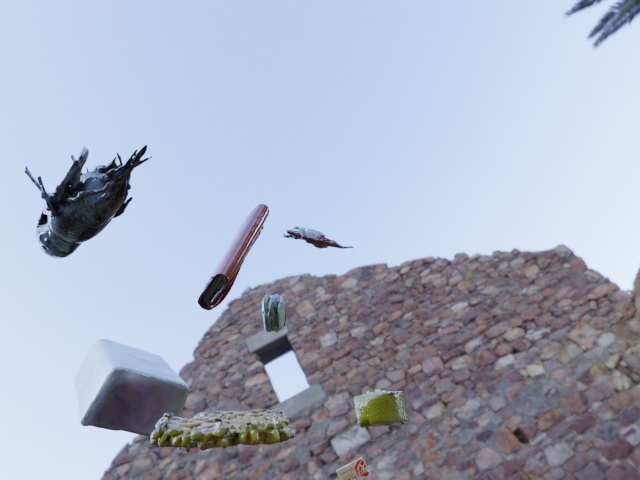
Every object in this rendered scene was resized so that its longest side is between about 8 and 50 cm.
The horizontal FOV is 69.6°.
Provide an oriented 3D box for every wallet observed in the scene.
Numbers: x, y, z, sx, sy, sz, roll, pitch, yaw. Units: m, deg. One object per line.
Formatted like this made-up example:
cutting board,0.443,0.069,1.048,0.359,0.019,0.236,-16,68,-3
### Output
wallet,-0.171,0.031,0.926,0.045,0.204,0.142,32,-43,-10

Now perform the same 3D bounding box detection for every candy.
candy,-0.478,0.362,1.148,0.208,0.358,0.145,25,-102,-27

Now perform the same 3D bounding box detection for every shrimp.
shrimp,-0.480,-0.094,0.915,0.372,0.137,0.172,-45,-33,23

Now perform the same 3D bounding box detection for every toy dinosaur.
toy dinosaur,0.000,0.000,1.431,0.242,0.167,0.053,19,-89,-12

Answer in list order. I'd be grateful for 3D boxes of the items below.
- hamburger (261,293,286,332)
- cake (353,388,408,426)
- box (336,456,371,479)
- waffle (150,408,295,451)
hamburger,-0.158,0.248,1.570,0.062,0.133,0.140,-5,-13,6
cake,0.255,0.692,1.903,0.179,0.156,0.260,-19,-22,18
box,0.102,0.713,1.414,0.093,0.058,0.015,-30,-15,2
waffle,-0.155,0.305,0.748,0.228,0.051,0.231,4,-18,-10
